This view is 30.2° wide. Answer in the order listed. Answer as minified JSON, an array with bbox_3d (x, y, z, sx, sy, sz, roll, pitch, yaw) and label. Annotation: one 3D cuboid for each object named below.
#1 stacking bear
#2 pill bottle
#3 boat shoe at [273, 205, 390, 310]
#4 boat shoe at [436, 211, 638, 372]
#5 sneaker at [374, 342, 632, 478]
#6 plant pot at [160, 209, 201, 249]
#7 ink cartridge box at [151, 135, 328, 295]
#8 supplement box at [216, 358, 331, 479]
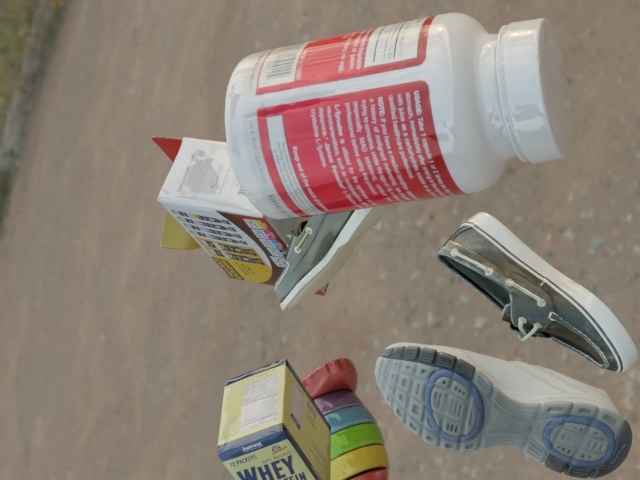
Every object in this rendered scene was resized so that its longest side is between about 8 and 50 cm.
[{"bbox_3d":[0.040,0.362,1.884,0.289,0.175,0.164,64,-174,24],"label":"stacking bear"},{"bbox_3d":[0.102,-0.162,1.518,0.407,0.229,0.229,-7,70,23],"label":"pill bottle"},{"bbox_3d":[0.003,-0.001,1.897,0.091,0.109,0.305,48,131,12],"label":"boat shoe"},{"bbox_3d":[0.209,0.064,1.164,0.219,0.070,0.078,41,161,24],"label":"boat shoe"},{"bbox_3d":[0.206,0.185,1.367,0.129,0.297,0.111,-61,-11,-72],"label":"sneaker"},{"bbox_3d":[-0.242,-0.026,2.187,0.081,0.083,0.082,-71,-9,-75],"label":"plant pot"},{"bbox_3d":[-0.140,-0.042,2.050,0.309,0.271,0.130,54,-129,-56],"label":"ink cartridge box"},{"bbox_3d":[-0.034,0.155,0.917,0.056,0.083,0.083,-22,31,15],"label":"supplement box"}]
